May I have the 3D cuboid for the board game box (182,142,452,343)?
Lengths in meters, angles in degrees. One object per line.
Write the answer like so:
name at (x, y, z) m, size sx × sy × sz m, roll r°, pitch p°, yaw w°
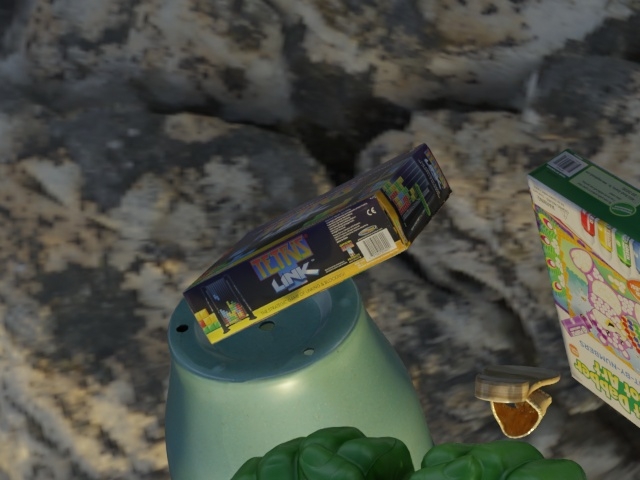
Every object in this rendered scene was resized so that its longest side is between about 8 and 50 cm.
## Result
board game box at (0.000, 0.000, 1.229) m, size 0.170 × 0.141 × 0.048 m, roll -27°, pitch 99°, yaw 23°

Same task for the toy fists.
toy fists at (0.054, 0.191, 1.069) m, size 0.279 × 0.096 × 0.142 m, roll 0°, pitch 77°, yaw 36°

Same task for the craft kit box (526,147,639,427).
craft kit box at (0.290, 0.073, 1.448) m, size 0.061 × 0.247 × 0.250 m, roll -33°, pitch 37°, yaw -15°

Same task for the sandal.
sandal at (0.227, 0.197, 2.005) m, size 0.088 × 0.240 × 0.079 m, roll 6°, pitch 92°, yaw 18°

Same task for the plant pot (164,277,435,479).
plant pot at (-0.031, 0.164, 1.596) m, size 0.271 × 0.272 × 0.255 m, roll 3°, pitch 130°, yaw 22°
